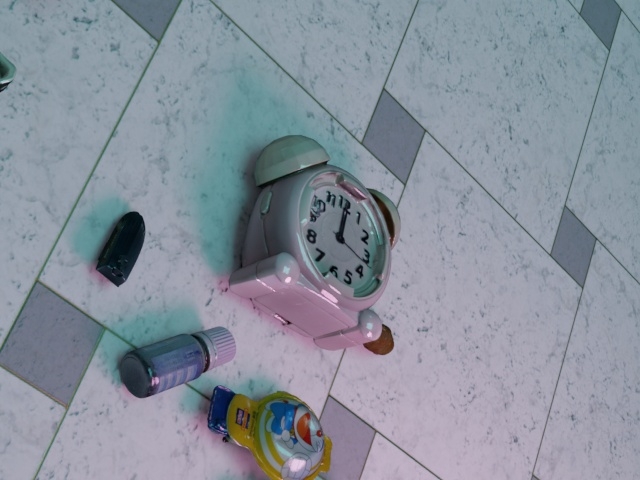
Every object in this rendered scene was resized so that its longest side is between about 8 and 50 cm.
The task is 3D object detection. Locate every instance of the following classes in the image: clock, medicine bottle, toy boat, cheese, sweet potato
[{"bbox_3d":[0.000,0.000,2.255,0.342,0.184,0.325,39,54,-39],"label":"clock"},{"bbox_3d":[-0.235,0.200,2.050,0.203,0.083,0.083,-17,95,-43],"label":"medicine bottle"},{"bbox_3d":[-0.326,0.006,2.016,0.055,0.060,0.141,43,49,-31],"label":"toy boat"},{"bbox_3d":[-0.086,0.341,2.146,0.270,0.069,0.177,27,53,-28],"label":"cheese"},{"bbox_3d":[0.109,0.188,2.371,0.206,0.060,0.068,41,48,-74],"label":"sweet potato"}]

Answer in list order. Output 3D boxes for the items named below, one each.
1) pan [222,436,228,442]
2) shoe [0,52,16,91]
[{"bbox_3d":[-0.138,0.345,2.162,0.115,0.023,0.068,-4,87,-47],"label":"pan"},{"bbox_3d":[-0.561,-0.315,1.804,0.265,0.110,0.095,46,55,-32],"label":"shoe"}]
